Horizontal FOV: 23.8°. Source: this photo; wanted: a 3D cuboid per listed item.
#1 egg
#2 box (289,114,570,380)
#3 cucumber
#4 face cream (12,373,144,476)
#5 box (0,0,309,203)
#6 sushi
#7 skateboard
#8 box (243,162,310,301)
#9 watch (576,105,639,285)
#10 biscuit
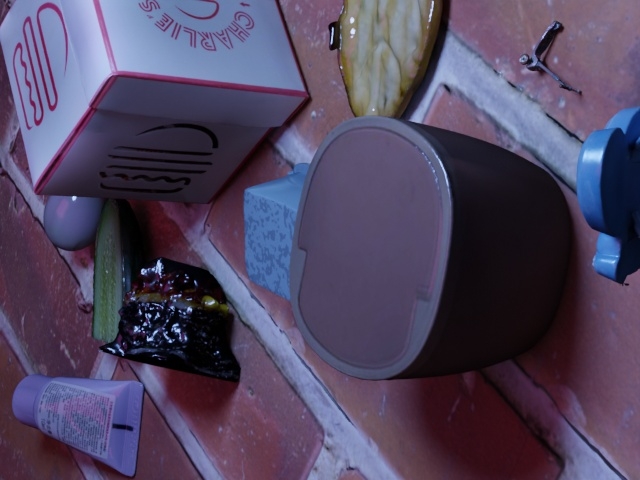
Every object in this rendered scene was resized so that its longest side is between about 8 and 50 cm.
[{"bbox_3d":[-0.408,-0.046,2.540,0.103,0.103,0.135,46,121,45],"label":"egg"},{"bbox_3d":[0.129,0.016,1.719,0.301,0.216,0.300,-12,75,52],"label":"box"},{"bbox_3d":[-0.316,0.050,2.439,0.115,0.063,0.243,-7,81,54],"label":"cucumber"},{"bbox_3d":[-0.392,0.286,2.512,0.274,0.096,0.154,10,92,40],"label":"face cream"},{"bbox_3d":[-0.251,-0.257,2.177,0.300,0.314,0.312,-46,52,44],"label":"box"},{"bbox_3d":[-0.215,0.109,2.224,0.172,0.153,0.150,4,76,44],"label":"sushi"},{"bbox_3d":[0.268,-0.203,1.709,0.064,0.032,0.083,-56,42,19],"label":"skateboard"},{"bbox_3d":[0.000,0.000,1.964,0.227,0.130,0.162,25,122,52],"label":"box"},{"bbox_3d":[0.367,-0.050,1.460,0.193,0.211,0.210,8,93,35],"label":"watch"},{"bbox_3d":[0.085,-0.264,1.954,0.203,0.041,0.260,13,97,50],"label":"biscuit"}]
